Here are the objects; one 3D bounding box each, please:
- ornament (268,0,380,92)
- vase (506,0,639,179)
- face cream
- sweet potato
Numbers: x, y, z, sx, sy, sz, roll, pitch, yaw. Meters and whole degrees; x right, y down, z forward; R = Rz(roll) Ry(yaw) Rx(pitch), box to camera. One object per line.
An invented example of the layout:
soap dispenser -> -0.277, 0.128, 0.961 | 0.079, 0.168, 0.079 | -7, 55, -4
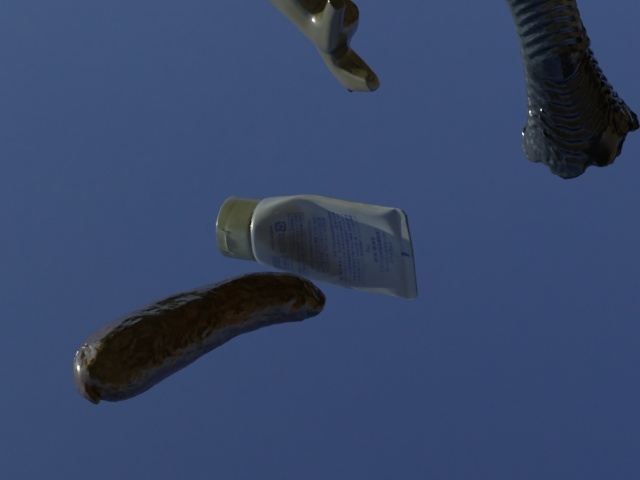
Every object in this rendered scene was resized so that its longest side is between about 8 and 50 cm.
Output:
ornament -> -0.005, -0.286, 2.138 | 0.061, 0.245, 0.230 | -43, -99, -12
vase -> 0.214, -0.176, 1.576 | 0.115, 0.237, 0.115 | -13, -135, 13
face cream -> 0.000, 0.000, 1.867 | 0.224, 0.114, 0.070 | 7, -145, 26
sweet potato -> -0.111, 0.078, 1.569 | 0.273, 0.075, 0.075 | -22, -117, -36
